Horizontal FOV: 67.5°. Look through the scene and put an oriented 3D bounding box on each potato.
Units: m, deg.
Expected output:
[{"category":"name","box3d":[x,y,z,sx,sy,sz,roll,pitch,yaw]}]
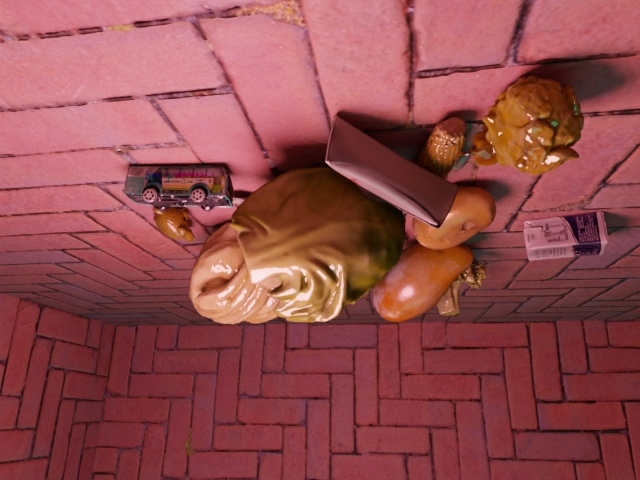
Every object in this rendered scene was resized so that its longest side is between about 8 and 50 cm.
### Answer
[{"category":"potato","box3d":[0.349,-0.066,1.279,0.233,0.146,0.150,-35,161,35]}]

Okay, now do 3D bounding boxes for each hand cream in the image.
[{"category":"hand cream","box3d":[0.318,-0.204,1.054,0.057,0.037,0.165,3,154,-4]}]

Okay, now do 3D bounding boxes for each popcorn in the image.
[{"category":"popcorn","box3d":[0.365,-0.204,0.874,0.168,0.173,0.195,53,165,-22]}]

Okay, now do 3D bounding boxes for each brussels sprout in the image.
[{"category":"brussels sprout","box3d":[0.011,-0.016,1.125,0.361,0.343,0.425,-31,-171,3]}]

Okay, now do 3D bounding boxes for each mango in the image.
[{"category":"mango","box3d":[0.326,0.125,1.585,0.384,0.221,0.199,-37,112,26]}]

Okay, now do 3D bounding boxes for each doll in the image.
[{"category":"doll","box3d":[-0.436,-0.056,1.454,0.137,0.097,0.209,36,172,-5]}]

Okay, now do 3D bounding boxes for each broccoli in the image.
[{"category":"broccoli","box3d":[0.464,0.154,1.746,0.262,0.244,0.247,-4,158,2]}]

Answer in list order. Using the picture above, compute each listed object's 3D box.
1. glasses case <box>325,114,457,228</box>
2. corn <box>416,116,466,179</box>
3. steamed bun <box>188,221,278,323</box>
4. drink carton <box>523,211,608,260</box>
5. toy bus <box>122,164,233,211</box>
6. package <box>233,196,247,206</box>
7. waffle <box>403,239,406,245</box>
[{"category":"glasses case","box3d":[0.135,-0.129,0.989,0.308,0.128,0.083,28,146,-12]},{"category":"corn","box3d":[0.256,-0.172,1.059,0.086,0.087,0.288,1,159,-1]},{"category":"steamed bun","box3d":[-0.231,0.094,1.472,0.372,0.325,0.230,2,167,1]},{"category":"drink carton","box3d":[0.752,-0.008,1.486,0.222,0.102,0.134,-8,161,23]},{"category":"toy bus","box3d":[-0.343,-0.127,1.174,0.261,0.109,0.091,2,163,3]},{"category":"package","box3d":[-0.162,-0.092,1.386,0.166,0.040,0.232,0,169,11]},{"category":"waffle","box3d":[0.102,0.100,1.607,0.379,0.095,0.382,-35,174,40]}]
